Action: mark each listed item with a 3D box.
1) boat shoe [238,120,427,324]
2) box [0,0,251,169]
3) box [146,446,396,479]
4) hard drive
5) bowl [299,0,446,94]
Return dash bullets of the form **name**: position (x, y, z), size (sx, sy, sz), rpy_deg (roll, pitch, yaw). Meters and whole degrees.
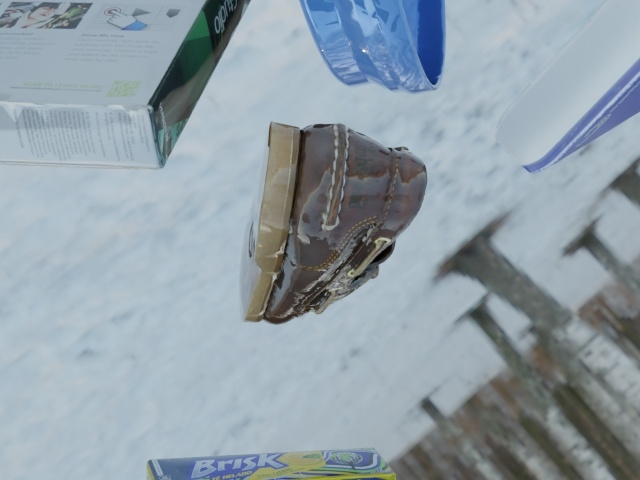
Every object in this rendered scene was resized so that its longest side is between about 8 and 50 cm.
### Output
- **boat shoe**: position (0.000, 0.000, 0.642), size (0.073, 0.073, 0.207), rpy_deg (5, 169, -7)
- **box**: position (-0.183, -0.165, 1.013), size (0.322, 0.232, 0.058), rpy_deg (-71, 160, -49)
- **box**: position (-0.036, 0.184, 0.952), size (0.169, 0.059, 0.054), rpy_deg (-1, -168, -16)
- **hard drive**: position (0.245, -0.155, 0.820), size (0.210, 0.040, 0.319), rpy_deg (-49, 168, 34)
- **bowl**: position (0.027, -0.302, 1.043), size (0.077, 0.391, 0.391), rpy_deg (-7, 173, 12)
